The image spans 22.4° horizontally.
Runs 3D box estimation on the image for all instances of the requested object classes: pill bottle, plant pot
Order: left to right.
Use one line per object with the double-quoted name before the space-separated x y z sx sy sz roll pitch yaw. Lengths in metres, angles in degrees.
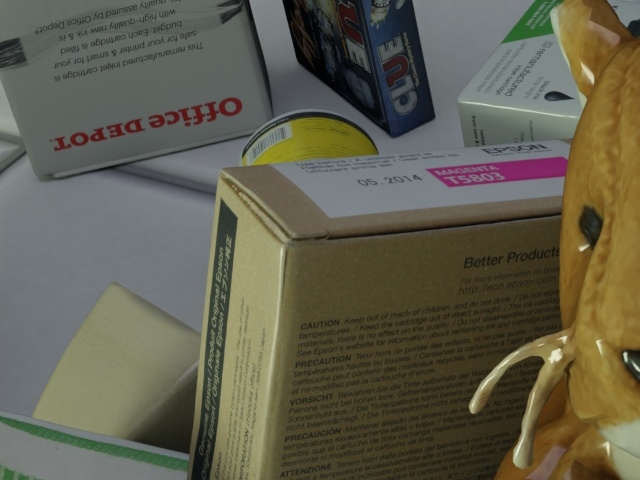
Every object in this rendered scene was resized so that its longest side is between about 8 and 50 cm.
"plant pot" -0.104 0.108 0.952 0.096 0.109 0.109 -45 44 -20
"pill bottle" 0.000 0.000 1.057 0.103 0.103 0.184 -13 36 2

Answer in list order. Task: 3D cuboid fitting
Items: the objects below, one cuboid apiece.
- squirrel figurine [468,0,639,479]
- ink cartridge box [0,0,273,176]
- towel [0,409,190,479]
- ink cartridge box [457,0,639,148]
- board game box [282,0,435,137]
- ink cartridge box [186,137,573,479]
"squirrel figurine" 0.201 0.045 0.695 0.281 0.370 0.397 15 45 35
"ink cartridge box" -0.163 -0.206 1.250 0.198 0.273 0.115 -12 33 2
"towel" -0.088 0.212 0.756 0.248 0.038 0.325 15 33 -16
"ink cartridge box" 0.223 -0.091 1.118 0.208 0.087 0.153 11 43 30
"board game box" 0.010 -0.217 1.228 0.042 0.243 0.165 -26 37 -16
"ink cartridge box" 0.058 0.054 0.831 0.234 0.193 0.088 -6 28 -27
